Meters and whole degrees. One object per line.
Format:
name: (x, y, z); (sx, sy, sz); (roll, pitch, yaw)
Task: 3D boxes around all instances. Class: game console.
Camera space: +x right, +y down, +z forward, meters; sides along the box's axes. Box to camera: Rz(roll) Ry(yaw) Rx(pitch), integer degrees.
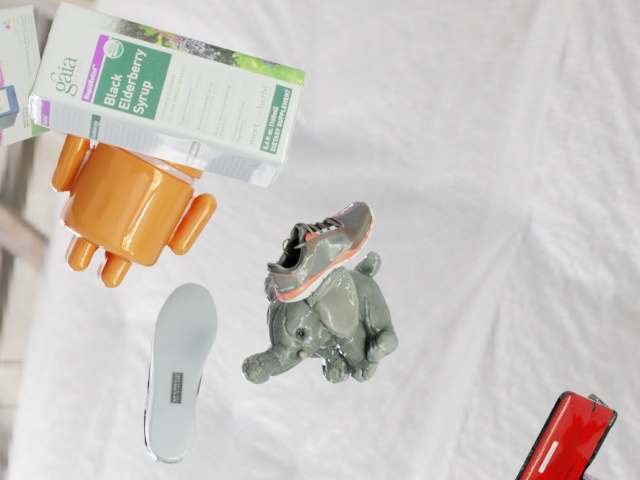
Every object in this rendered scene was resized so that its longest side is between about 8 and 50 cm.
game console: (0.244, 0.224, 1.649); (0.085, 0.124, 0.144); (31, -85, 53)

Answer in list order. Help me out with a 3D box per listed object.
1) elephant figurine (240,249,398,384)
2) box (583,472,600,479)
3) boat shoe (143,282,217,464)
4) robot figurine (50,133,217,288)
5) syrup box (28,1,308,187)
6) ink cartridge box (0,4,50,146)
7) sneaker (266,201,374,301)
elephant figurine: (-0.009, 0.103, 2.134); (0.169, 0.239, 0.186); (-41, -127, 19)
box: (0.315, 0.329, 1.658); (0.114, 0.036, 0.207); (-49, -141, -14)
boat shoe: (-0.179, 0.168, 1.924); (0.076, 0.080, 0.228); (141, -45, -64)
robot figurine: (-0.215, -0.057, 1.759); (0.158, 0.128, 0.219); (27, -91, 26)
syrup box: (-0.142, -0.132, 1.430); (0.096, 0.237, 0.093); (133, -29, -74)
ink cartridge box: (-0.397, -0.177, 1.730); (0.093, 0.212, 0.154); (-2, -79, 20)
sneaker: (0.000, 0.000, 1.767); (0.061, 0.158, 0.065); (11, -40, 49)
